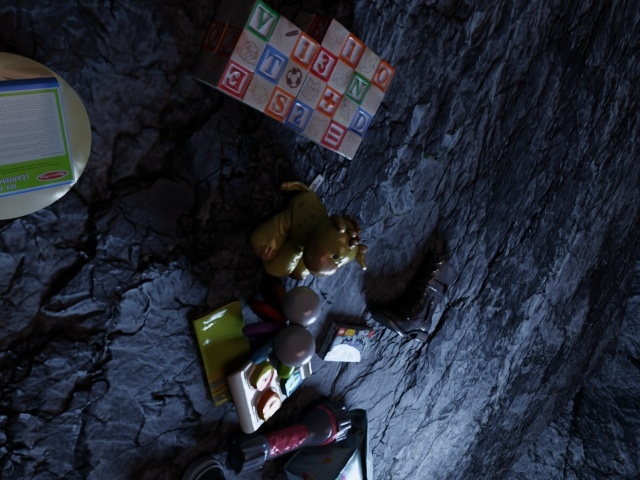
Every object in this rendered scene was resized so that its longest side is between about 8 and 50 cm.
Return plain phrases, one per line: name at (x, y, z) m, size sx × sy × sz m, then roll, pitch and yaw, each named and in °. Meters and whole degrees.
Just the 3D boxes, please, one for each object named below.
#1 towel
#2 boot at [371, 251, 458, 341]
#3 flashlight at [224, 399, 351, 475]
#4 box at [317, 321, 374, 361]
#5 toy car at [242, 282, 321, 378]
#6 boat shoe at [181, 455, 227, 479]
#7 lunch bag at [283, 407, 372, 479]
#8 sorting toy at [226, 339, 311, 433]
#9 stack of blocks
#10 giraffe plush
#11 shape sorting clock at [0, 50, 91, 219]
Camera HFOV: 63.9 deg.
towel at (-0.184, 0.225, 1.013) m, size 0.102 × 0.021 × 0.237 m, roll -27°, pitch 130°, yaw -30°
boot at (0.251, 0.134, 1.320) m, size 0.263 × 0.091 × 0.229 m, roll 26°, pitch 91°, yaw -51°
flashlight at (-0.069, 0.458, 1.204) m, size 0.304 × 0.103 × 0.103 m, roll -1°, pitch 89°, yaw -41°
box at (0.064, 0.248, 1.247) m, size 0.137 × 0.027 × 0.094 m, roll 14°, pitch 103°, yaw -46°
toy car at (-0.080, 0.168, 0.986) m, size 0.136 × 0.159 × 0.182 m, roll 13°, pitch 68°, yaw -8°
boat shoe at (-0.256, 0.634, 1.124) m, size 0.121 × 0.119 × 0.335 m, roll -14°, pitch 123°, yaw -36°
lunch bag at (0.053, 0.601, 1.361) m, size 0.262 × 0.160 × 0.223 m, roll -37°, pitch 132°, yaw -36°
sorting toy at (-0.096, 0.292, 1.098) m, size 0.208 × 0.038 × 0.193 m, roll -36°, pitch 135°, yaw -36°
stack of blocks at (-0.030, -0.264, 0.805) m, size 0.297 × 0.087 × 0.171 m, roll 17°, pitch 102°, yaw -46°
giraffe plush at (0.000, 0.000, 0.932) m, size 0.181 × 0.170 × 0.210 m, roll 15°, pitch 103°, yaw -46°
shape sorting clock at (-0.380, -0.120, 0.610) m, size 0.206 × 0.040 × 0.206 m, roll -25°, pitch 130°, yaw -34°
